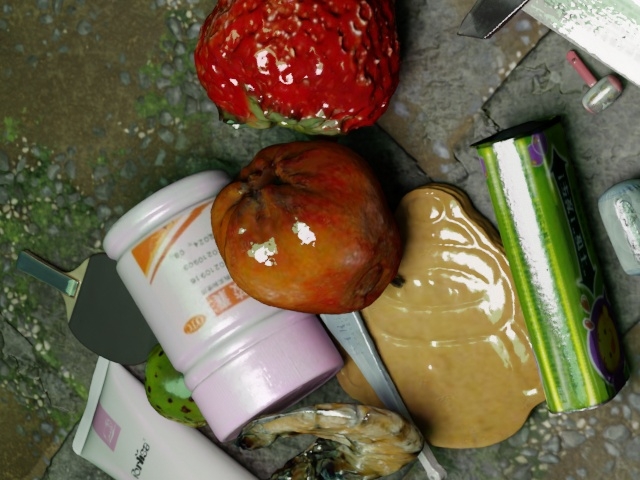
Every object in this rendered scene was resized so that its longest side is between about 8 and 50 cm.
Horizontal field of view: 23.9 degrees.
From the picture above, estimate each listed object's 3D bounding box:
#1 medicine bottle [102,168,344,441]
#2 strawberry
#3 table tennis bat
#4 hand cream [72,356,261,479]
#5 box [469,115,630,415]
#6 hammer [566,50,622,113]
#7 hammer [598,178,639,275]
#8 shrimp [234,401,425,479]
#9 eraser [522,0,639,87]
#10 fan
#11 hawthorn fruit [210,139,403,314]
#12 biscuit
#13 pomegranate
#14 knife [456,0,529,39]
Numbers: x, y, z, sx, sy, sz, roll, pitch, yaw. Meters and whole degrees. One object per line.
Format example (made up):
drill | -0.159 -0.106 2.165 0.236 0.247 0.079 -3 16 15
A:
medicine bottle | -0.129 0.084 2.013 0.202 0.202 0.316 -37 80 31
strawberry | -0.022 -0.265 1.859 0.257 0.257 0.277 4 85 27
table tennis bat | -0.339 0.083 2.238 0.274 0.021 0.154 26 105 21
hand cream | -0.221 0.325 2.205 0.358 0.118 0.186 32 118 27
box | 0.279 0.027 1.837 0.097 0.134 0.346 -12 99 30
hammer | 0.323 -0.195 1.814 0.052 0.031 0.083 -43 72 27
hammer | 0.431 -0.037 1.784 0.194 0.069 0.116 -22 93 23
shrimp | -0.014 0.269 1.992 0.365 0.233 0.071 -30 48 56
eraser | 0.361 -0.249 1.737 0.404 0.096 0.098 36 116 14
fan | 0.084 0.199 1.994 0.057 0.023 0.282 -28 92 34
hawthorn fruit | 0.000 0.000 1.881 0.224 0.224 0.261 -27 130 31
biscuit | 0.143 0.108 1.978 0.312 0.057 0.351 -16 97 29
pomegranate | -0.194 0.186 2.138 0.143 0.122 0.169 -19 99 54
knife | 0.237 -0.302 1.721 0.230 0.028 0.060 -41 72 33
